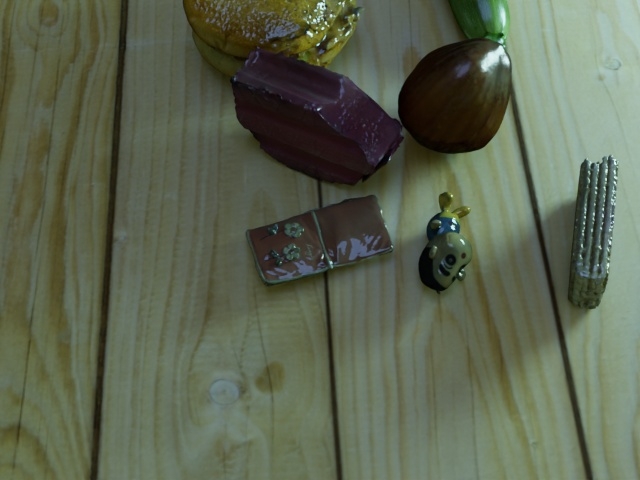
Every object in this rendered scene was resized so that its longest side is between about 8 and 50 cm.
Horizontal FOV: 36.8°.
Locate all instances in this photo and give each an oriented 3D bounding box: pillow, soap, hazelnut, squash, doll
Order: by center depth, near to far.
[{"bbox_3d":[0.206,0.005,1.549,0.088,0.102,0.179,-14,52,46],"label":"doll"},{"bbox_3d":[0.000,0.000,1.581,0.232,0.043,0.126,-17,59,-8],"label":"pillow"},{"bbox_3d":[-0.002,-0.197,1.621,0.289,0.182,0.112,24,64,20],"label":"soap"},{"bbox_3d":[0.238,-0.241,1.627,0.210,0.210,0.186,-13,101,-5],"label":"hazelnut"},{"bbox_3d":[0.281,-0.504,1.832,0.107,0.107,0.395,-10,60,-3],"label":"squash"}]

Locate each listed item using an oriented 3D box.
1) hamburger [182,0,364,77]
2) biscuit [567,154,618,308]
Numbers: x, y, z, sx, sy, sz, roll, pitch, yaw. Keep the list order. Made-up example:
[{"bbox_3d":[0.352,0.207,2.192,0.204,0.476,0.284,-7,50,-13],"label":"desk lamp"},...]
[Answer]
[{"bbox_3d":[-0.088,-0.420,1.761,0.314,0.170,0.290,26,66,17],"label":"hamburger"},{"bbox_3d":[0.432,-0.015,1.532,0.061,0.108,0.239,7,61,14],"label":"biscuit"}]
